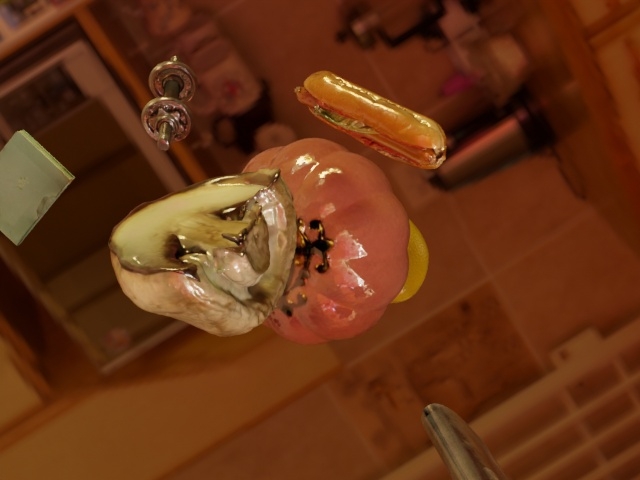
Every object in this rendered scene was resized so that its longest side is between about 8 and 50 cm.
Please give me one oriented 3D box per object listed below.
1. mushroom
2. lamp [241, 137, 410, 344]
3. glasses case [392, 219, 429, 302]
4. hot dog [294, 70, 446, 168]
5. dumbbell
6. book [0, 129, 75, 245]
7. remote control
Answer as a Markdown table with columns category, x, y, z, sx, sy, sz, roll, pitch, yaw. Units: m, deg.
| category | x | y | z | sx | sy | sz | roll | pitch | yaw |
| --- | --- | --- | --- | --- | --- | --- | --- | --- | --- |
| mushroom | -0.143 | 0.032 | 1.800 | 0.267 | 0.189 | 0.164 | -62 | -35 | -56 |
| lamp | 0.000 | 0.000 | 2.096 | 0.239 | 0.305 | 0.305 | -12 | -114 | -54 |
| glasses case | 0.015 | -0.013 | 2.493 | 0.371 | 0.173 | 0.141 | 18 | 167 | -15 |
| hot dog | 0.062 | -0.158 | 1.893 | 0.235 | 0.062 | 0.092 | 26 | 161 | 26 |
| dumbbell | -0.236 | -0.219 | 2.240 | 0.081 | 0.081 | 0.254 | 57 | -161 | -33 |
| book | -0.405 | -0.073 | 1.918 | 0.103 | 0.135 | 0.017 | 43 | -155 | -1 |
| remote control | 0.168 | 0.254 | 1.289 | 0.107 | 0.044 | 0.377 | 43 | -175 | -16 |
